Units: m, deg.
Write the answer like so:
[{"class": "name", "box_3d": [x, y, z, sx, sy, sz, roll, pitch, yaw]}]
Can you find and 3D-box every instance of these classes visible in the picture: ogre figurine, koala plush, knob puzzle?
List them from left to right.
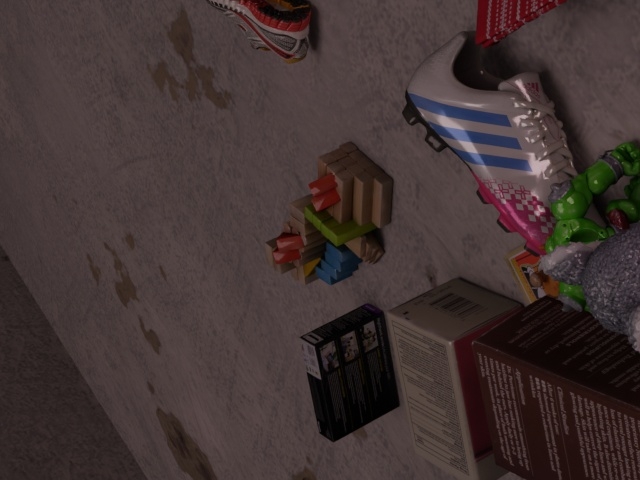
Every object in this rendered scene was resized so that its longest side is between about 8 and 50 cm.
[{"class": "knob puzzle", "box_3d": [0.306, 0.074, 1.770, 0.213, 0.030, 0.213, 42, 145, 39]}, {"class": "ogre figurine", "box_3d": [0.306, -0.001, 1.567, 0.097, 0.118, 0.197, -138, 45, -62]}, {"class": "koala plush", "box_3d": [0.349, 0.027, 1.437, 0.196, 0.221, 0.203, 44, 147, 35]}]

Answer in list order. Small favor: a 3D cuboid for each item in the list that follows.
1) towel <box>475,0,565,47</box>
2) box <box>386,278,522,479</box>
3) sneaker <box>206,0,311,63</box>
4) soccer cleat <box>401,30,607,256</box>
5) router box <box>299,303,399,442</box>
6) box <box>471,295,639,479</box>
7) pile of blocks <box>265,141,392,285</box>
[{"class": "towel", "box_3d": [0.240, -0.324, 1.473, 0.275, 0.031, 0.199, 158, 118, -63]}, {"class": "box", "box_3d": [0.198, 0.191, 1.957, 0.148, 0.126, 0.232, 23, 132, 53]}, {"class": "sneaker", "box_3d": [-0.097, -0.324, 2.113, 0.225, 0.088, 0.093, 38, 144, 43]}, {"class": "soccer cleat", "box_3d": [0.236, -0.104, 1.663, 0.331, 0.116, 0.143, 46, 119, 14]}, {"class": "router box", "box_3d": [0.047, 0.205, 2.238, 0.046, 0.133, 0.179, 26, 133, 51]}, {"class": "box", "box_3d": [0.359, 0.214, 1.639, 0.381, 0.143, 0.191, 23, 134, 50]}, {"class": "pile of blocks", "box_3d": [0.000, 0.000, 2.177, 0.149, 0.112, 0.362, 57, 153, 16]}]
